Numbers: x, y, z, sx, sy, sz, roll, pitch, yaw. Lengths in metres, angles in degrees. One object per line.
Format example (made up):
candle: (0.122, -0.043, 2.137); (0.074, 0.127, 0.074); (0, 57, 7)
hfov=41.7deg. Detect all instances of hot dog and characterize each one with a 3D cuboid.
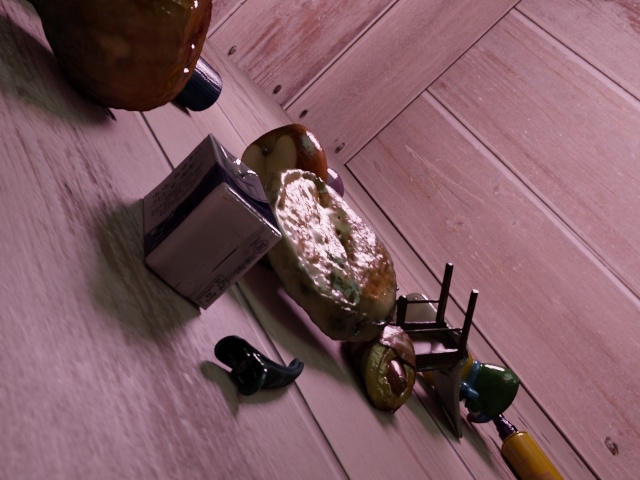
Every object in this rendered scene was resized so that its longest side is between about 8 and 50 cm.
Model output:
hot dog: (0.109, 0.191, 1.414); (0.123, 0.093, 0.261); (38, 13, -24)

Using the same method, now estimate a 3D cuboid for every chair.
chair: (0.193, 0.217, 1.617); (0.186, 0.319, 0.160); (-2, 23, -14)

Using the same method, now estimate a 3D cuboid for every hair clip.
hair clip: (-0.057, 0.156, 0.998); (0.070, 0.039, 0.229); (51, 5, 20)

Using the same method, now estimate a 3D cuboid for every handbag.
handbag: (0.286, 0.272, 2.053); (0.241, 0.109, 0.315); (55, -2, 37)

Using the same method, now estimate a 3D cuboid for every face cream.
face cream: (0.457, 0.484, 1.849); (0.078, 0.078, 0.273); (40, 11, -40)

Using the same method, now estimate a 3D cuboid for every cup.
cup: (-0.303, -0.372, 1.860); (0.150, 0.113, 0.138); (55, 10, 31)

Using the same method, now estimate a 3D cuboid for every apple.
apple: (-0.069, -0.143, 1.704); (0.160, 0.195, 0.173); (-23, 97, -53)

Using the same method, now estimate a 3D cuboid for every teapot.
teapot: (-0.026, -0.107, 1.882); (0.148, 0.146, 0.116); (-10, 82, -55)

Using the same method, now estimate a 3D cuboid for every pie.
pie: (0.009, 0.019, 1.362); (0.339, 0.077, 0.339); (39, 31, -29)

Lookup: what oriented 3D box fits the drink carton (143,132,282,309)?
drink carton: (-0.144, -0.032, 1.059); (0.102, 0.134, 0.222); (40, 10, -26)

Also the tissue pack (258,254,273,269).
tissue pack: (-0.074, -0.008, 1.452); (0.120, 0.082, 0.169); (56, 12, 31)

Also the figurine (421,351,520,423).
figurine: (0.293, 0.297, 1.812); (0.234, 0.185, 0.127); (17, 57, -4)

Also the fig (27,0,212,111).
fig: (-0.350, -0.364, 1.264); (0.368, 0.286, 0.286); (22, 15, -11)
